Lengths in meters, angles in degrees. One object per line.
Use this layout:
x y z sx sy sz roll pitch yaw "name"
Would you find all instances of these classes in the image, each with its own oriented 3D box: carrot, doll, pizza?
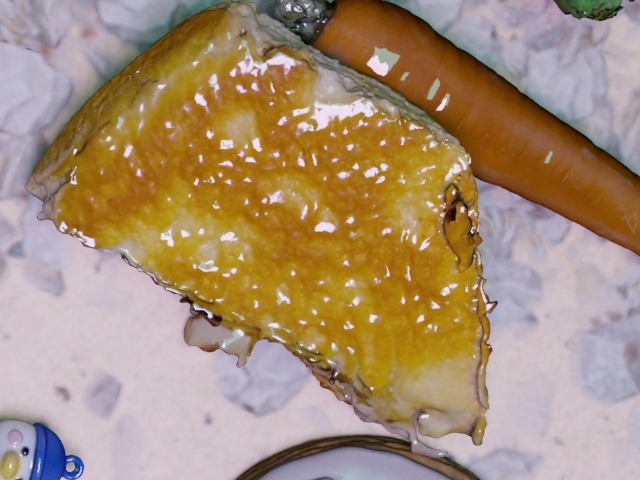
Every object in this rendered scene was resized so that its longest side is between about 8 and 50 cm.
0.113 -0.052 1.039 0.336 0.069 0.069 30 86 -17 "carrot"
-0.197 0.113 0.980 0.143 0.057 0.099 12 89 -19 "doll"
0.000 0.000 0.999 0.297 0.071 0.189 37 106 -11 "pizza"

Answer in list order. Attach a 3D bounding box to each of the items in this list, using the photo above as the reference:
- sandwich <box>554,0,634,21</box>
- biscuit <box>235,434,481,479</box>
0.159 -0.255 1.004 0.079 0.159 0.235 -11 74 -33 "sandwich"
0.020 0.203 1.040 0.208 0.049 0.181 -10 96 -11 "biscuit"
